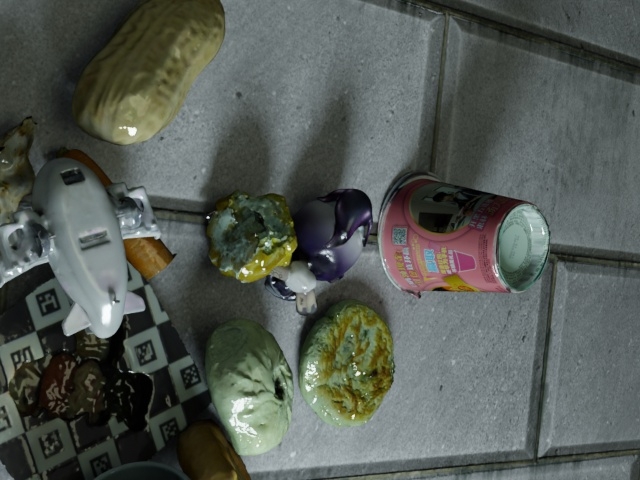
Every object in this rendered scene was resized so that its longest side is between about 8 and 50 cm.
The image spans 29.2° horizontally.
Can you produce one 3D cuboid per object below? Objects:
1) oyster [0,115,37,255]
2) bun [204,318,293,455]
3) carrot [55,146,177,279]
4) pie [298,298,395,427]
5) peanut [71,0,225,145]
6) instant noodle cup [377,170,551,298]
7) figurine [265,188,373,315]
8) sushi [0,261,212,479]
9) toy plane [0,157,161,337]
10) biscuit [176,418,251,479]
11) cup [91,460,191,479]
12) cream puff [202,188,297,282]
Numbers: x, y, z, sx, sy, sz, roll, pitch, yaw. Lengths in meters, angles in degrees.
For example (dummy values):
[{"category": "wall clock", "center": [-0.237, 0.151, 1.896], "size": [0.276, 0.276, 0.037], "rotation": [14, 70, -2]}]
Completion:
[{"category": "oyster", "center": [-0.452, -0.032, 1.652], "size": [0.166, 0.094, 0.294], "rotation": [60, 43, -52]}, {"category": "bun", "center": [-0.103, 0.230, 1.943], "size": [0.221, 0.108, 0.221], "rotation": [-12, 90, -81]}, {"category": "carrot", "center": [-0.303, -0.042, 1.761], "size": [0.225, 0.067, 0.067], "rotation": [48, 59, -12]}, {"category": "pie", "center": [0.050, 0.220, 2.182], "size": [0.240, 0.054, 0.241], "rotation": [-7, 100, -46]}, {"category": "peanut", "center": [-0.242, -0.259, 1.786], "size": [0.152, 0.152, 0.313], "rotation": [51, 54, -35]}, {"category": "instant noodle cup", "center": [0.269, -0.001, 2.238], "size": [0.244, 0.255, 0.244], "rotation": [-9, 103, -43]}, {"category": "figurine", "center": [0.000, 0.000, 2.057], "size": [0.222, 0.145, 0.145], "rotation": [-53, 127, -25]}, {"category": "sushi", "center": [-0.353, 0.206, 1.785], "size": [0.339, 0.068, 0.320], "rotation": [-43, 113, -33]}, {"category": "toy plane", "center": [-0.324, 0.011, 1.662], "size": [0.252, 0.118, 0.252], "rotation": [4, 83, -34]}, {"category": "biscuit", "center": [-0.152, 0.392, 1.903], "size": [0.091, 0.213, 0.274], "rotation": [-29, 130, -3]}, {"category": "cup", "center": [-0.230, 0.487, 1.755], "size": [0.205, 0.205, 0.312], "rotation": [-48, 141, -30]}, {"category": "cream puff", "center": [-0.102, -0.004, 1.954], "size": [0.156, 0.156, 0.121], "rotation": [-16, 141, -43]}]
